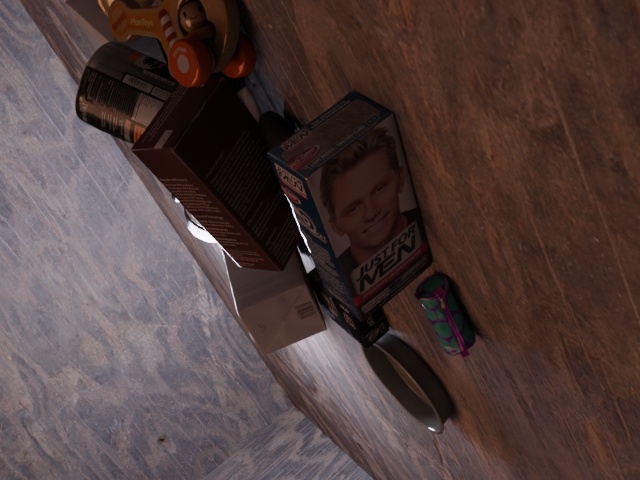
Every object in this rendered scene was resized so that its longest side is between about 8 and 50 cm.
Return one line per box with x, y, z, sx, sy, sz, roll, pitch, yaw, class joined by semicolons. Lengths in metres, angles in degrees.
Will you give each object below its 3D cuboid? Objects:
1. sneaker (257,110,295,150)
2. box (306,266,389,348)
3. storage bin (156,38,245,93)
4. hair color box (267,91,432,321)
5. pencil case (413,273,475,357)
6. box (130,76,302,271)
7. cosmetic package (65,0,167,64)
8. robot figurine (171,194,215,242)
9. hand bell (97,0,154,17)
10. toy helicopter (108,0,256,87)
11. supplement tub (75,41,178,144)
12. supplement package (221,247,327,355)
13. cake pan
-0.055;-0.158;1.577;0.118;0.083;0.222;57;170;33;sneaker
0.065;0.146;1.879;0.180;0.077;0.147;38;159;43;box
-0.245;-0.369;1.609;0.180;0.084;0.122;44;163;25;storage bin
0.059;-0.044;1.284;0.105;0.174;0.347;37;159;42;hair color box
0.223;0.135;1.419;0.152;0.064;0.070;60;179;-28;pencil case
-0.178;-0.122;1.598;0.143;0.191;0.381;6;145;39;box
-0.470;-0.476;1.925;0.224;0.138;0.225;42;163;33;cosmetic package
-0.294;-0.095;2.219;0.278;0.209;0.173;122;129;-75;robot figurine
-0.338;-0.500;1.601;0.242;0.126;0.126;16;143;46;hand bell
-0.281;-0.418;1.459;0.355;0.140;0.235;15;117;39;toy helicopter
-0.352;-0.288;1.737;0.316;0.193;0.193;24;163;1;supplement tub
-0.121;0.099;1.966;0.293;0.175;0.177;-112;-1;-48;supplement package
0.212;0.341;1.937;0.293;0.054;0.293;47;164;18;cake pan
